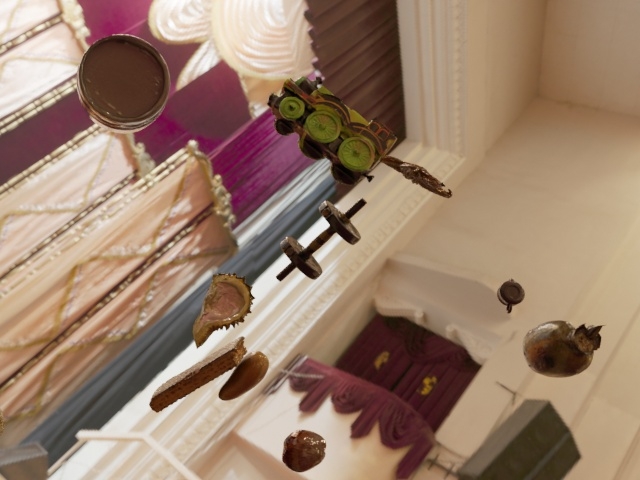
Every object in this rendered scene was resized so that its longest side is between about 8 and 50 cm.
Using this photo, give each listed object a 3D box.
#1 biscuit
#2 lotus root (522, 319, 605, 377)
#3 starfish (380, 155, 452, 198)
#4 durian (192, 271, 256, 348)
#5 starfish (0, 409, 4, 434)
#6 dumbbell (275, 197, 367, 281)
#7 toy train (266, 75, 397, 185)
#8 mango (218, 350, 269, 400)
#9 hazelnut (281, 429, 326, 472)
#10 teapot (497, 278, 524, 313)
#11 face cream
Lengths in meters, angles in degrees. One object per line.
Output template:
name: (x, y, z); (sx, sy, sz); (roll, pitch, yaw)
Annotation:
biscuit: (-0.362, 0.398, 1.835); (0.379, 0.094, 0.054); (-33, -80, 23)
lotus root: (0.639, 0.284, 1.635); (0.154, 0.154, 0.278); (45, -24, 1)
starfish: (0.223, -0.163, 1.494); (0.241, 0.043, 0.227); (23, 1, -8)
durian: (-0.252, 0.187, 1.566); (0.140, 0.224, 0.078); (27, -30, 9)
starfish: (-0.599, 0.375, 1.051); (0.071, 0.216, 0.238); (22, -25, -4)
dumbbell: (0.000, 0.000, 1.683); (0.143, 0.325, 0.143); (45, 11, -11)
toy train: (0.023, -0.255, 1.398); (0.296, 0.160, 0.100); (39, -20, 1)
mango: (-0.224, 0.407, 1.841); (0.085, 0.184, 0.102); (41, 1, 17)
hazelnut: (-0.030, 0.392, 1.158); (0.086, 0.086, 0.086); (32, -31, 22)
teapot: (0.498, 0.145, 1.635); (0.068, 0.100, 0.045); (12, -21, 0)
face cream: (-0.392, -0.306, 1.236); (0.175, 0.175, 0.195); (55, -14, -17)
